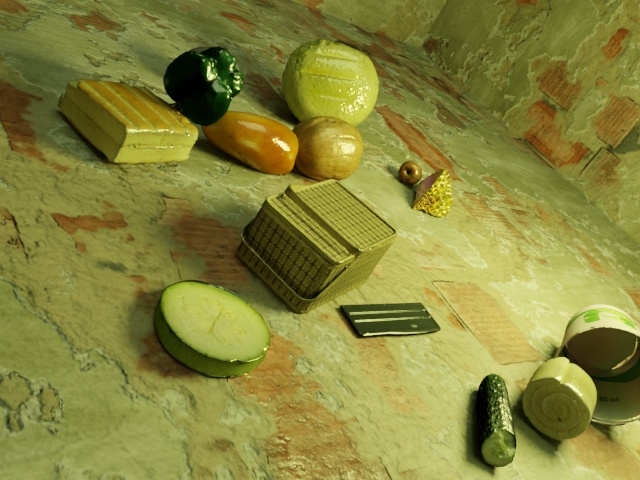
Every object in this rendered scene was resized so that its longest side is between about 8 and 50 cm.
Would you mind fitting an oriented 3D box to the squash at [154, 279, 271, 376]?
[{"bbox_3d":[-0.192,0.155,1.181,0.219,0.041,0.219,25,24,-12],"label":"squash"}]

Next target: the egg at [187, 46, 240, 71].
[{"bbox_3d":[-0.328,-0.502,1.965,0.199,0.146,0.146,34,27,21],"label":"egg"}]

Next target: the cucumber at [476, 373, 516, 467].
[{"bbox_3d":[0.358,0.356,1.355,0.074,0.074,0.241,29,27,-4],"label":"cucumber"}]

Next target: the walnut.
[{"bbox_3d":[0.012,-0.264,1.888,0.222,0.195,0.195,-4,44,-36],"label":"walnut"}]

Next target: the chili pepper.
[{"bbox_3d":[-0.305,-0.378,1.628,0.174,0.261,0.165,47,60,-20],"label":"chili pepper"}]

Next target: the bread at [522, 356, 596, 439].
[{"bbox_3d":[0.534,0.352,1.465,0.148,0.134,0.141,52,28,11],"label":"bread"}]

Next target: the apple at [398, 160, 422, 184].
[{"bbox_3d":[0.304,-0.228,2.215,0.084,0.084,0.071,45,23,23],"label":"apple"}]

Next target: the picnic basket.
[{"bbox_3d":[0.000,0.000,1.459,0.228,0.175,0.313,42,31,18],"label":"picnic basket"}]

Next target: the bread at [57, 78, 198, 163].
[{"bbox_3d":[-0.447,-0.283,1.542,0.246,0.111,0.239,41,26,22],"label":"bread"}]

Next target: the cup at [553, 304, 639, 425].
[{"bbox_3d":[0.717,0.291,1.649,0.253,0.253,0.274,37,21,9],"label":"cup"}]

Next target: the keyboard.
[{"bbox_3d":[0.208,0.177,1.537,0.381,0.041,0.103,-2,43,-36],"label":"keyboard"}]

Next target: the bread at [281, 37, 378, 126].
[{"bbox_3d":[0.030,-0.505,2.157,0.320,0.320,0.237,26,5,-11],"label":"bread"}]

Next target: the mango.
[{"bbox_3d":[-0.192,-0.275,1.750,0.257,0.138,0.187,13,21,-41],"label":"mango"}]

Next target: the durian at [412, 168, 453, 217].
[{"bbox_3d":[0.369,-0.158,2.146,0.132,0.165,0.182,6,-2,16],"label":"durian"}]
